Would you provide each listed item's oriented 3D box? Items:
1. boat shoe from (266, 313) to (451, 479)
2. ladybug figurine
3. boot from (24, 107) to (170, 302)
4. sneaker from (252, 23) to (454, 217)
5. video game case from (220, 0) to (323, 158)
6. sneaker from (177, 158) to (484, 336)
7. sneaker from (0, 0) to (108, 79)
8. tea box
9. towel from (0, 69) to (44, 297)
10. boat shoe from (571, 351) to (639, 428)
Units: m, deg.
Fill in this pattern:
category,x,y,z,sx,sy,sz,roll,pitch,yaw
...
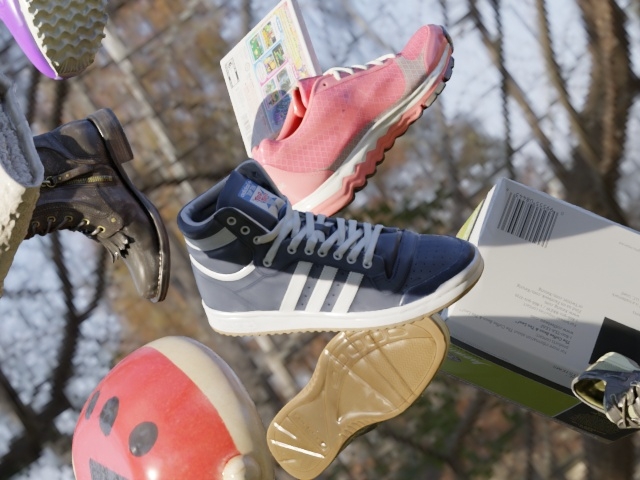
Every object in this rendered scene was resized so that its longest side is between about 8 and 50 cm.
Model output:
category,x,y,z,sx,sy,sz,roll,pitch,yaw
boat shoe,0.046,0.146,1.655,0.089,0.105,0.285,-31,-9,-49
ladybug figurine,-0.195,0.276,1.972,0.161,0.305,0.449,-10,-2,-25
boot,-0.312,-0.021,1.820,0.229,0.263,0.091,-20,-7,-26
sneaker,0.040,-0.164,1.846,0.314,0.136,0.116,-52,11,-24
video game case,-0.060,-0.204,1.974,0.019,0.157,0.143,14,-42,-42
sneaker,0.000,0.000,1.456,0.282,0.153,0.099,-8,32,22
sneaker,-0.319,-0.288,1.571,0.146,0.293,0.102,-20,4,46
tea box,0.330,0.107,2.190,0.323,0.329,0.220,118,175,-73
towel,-0.296,-0.036,1.327,0.049,0.282,0.187,10,-63,-27
boat shoe,0.363,0.187,1.837,0.073,0.080,0.223,-28,15,-11
